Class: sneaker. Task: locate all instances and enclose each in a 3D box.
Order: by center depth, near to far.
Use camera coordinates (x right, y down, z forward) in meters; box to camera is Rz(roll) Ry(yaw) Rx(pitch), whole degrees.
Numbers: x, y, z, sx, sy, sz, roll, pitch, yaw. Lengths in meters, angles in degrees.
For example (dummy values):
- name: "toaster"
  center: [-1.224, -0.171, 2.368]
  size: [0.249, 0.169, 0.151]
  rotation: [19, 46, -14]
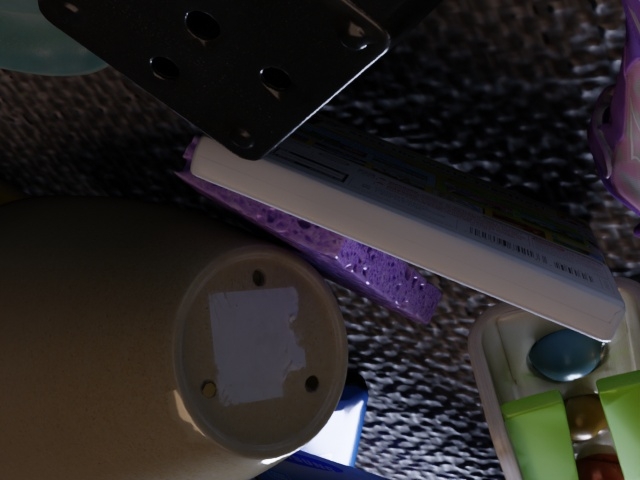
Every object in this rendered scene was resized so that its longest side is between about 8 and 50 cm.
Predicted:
- name: "sneaker"
  center: [0.182, -0.068, 0.606]
  size: [0.105, 0.095, 0.236]
  rotation: [4, 142, 38]

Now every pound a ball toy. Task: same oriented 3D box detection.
- name: "pound a ball toy"
  center: [0.243, 0.158, 0.861]
  size: [0.208, 0.135, 0.319]
  rotation: [-16, 134, 9]

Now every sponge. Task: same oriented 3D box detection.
- name: "sponge"
  center: [0.000, 0.000, 0.751]
  size: [0.117, 0.031, 0.210]
  rotation: [27, 175, 24]

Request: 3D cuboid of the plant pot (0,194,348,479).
- name: "plant pot"
  center: [-0.116, 0.078, 0.785]
  size: [0.256, 0.256, 0.274]
  rotation: [43, 151, -25]

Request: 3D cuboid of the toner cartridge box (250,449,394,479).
- name: "toner cartridge box"
  center: [0.070, 0.262, 0.976]
  size: [0.348, 0.075, 0.165]
  rotation: [23, -177, -27]

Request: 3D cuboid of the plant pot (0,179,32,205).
- name: "plant pot"
  center: [-0.333, 0.071, 0.973]
  size: [0.254, 0.254, 0.239]
  rotation: [38, 128, -20]

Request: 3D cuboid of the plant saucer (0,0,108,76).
- name: "plant saucer"
  center: [-0.253, -0.192, 0.664]
  size: [0.318, 0.043, 0.317]
  rotation: [20, 165, 6]

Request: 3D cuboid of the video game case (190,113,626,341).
- name: "video game case"
  center: [0.055, -0.022, 0.668]
  size: [0.227, 0.206, 0.026]
  rotation: [22, 104, 3]

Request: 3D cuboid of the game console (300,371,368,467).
- name: "game console"
  center: [-0.103, 0.159, 1.127]
  size: [0.250, 0.173, 0.293]
  rotation: [-7, 146, -10]

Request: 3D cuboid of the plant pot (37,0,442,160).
- name: "plant pot"
  center: [-0.024, -0.154, 0.543]
  size: [0.188, 0.167, 0.187]
  rotation: [36, 143, -15]
